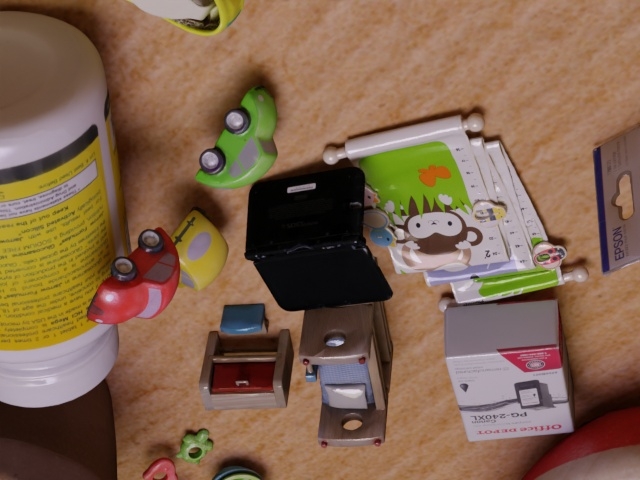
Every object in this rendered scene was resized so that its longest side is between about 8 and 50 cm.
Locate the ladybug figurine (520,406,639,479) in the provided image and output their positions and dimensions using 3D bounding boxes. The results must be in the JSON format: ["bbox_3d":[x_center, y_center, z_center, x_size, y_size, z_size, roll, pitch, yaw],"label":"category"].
[{"bbox_3d":[0.316,0.321,1.584,0.305,0.162,0.449,6,135,-4],"label":"ladybug figurine"}]

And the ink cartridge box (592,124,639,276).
[{"bbox_3d":[0.373,-0.079,1.206,0.333,0.165,0.065,-28,125,30],"label":"ink cartridge box"}]

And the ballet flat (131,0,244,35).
[{"bbox_3d":[-0.165,-0.225,1.196,0.231,0.077,0.077,24,132,-15],"label":"ballet flat"}]

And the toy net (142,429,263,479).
[{"bbox_3d":[-0.169,0.316,1.672,0.232,0.045,0.122,-46,121,9],"label":"toy net"}]

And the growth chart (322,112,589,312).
[{"bbox_3d":[0.119,-0.021,1.392,0.172,0.021,0.237,-19,127,25],"label":"growth chart"}]

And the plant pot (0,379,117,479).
[{"bbox_3d":[-0.301,0.231,1.537,0.263,0.229,0.263,4,133,4],"label":"plant pot"}]

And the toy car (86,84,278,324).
[{"bbox_3d":[-0.095,-0.029,1.322,0.053,0.239,0.225,34,104,6],"label":"toy car"}]

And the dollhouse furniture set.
[{"bbox_3d":[-0.032,0.111,1.459,0.184,0.129,0.129,-3,132,10],"label":"dollhouse furniture set"}]

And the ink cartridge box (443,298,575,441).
[{"bbox_3d":[0.185,0.128,1.479,0.109,0.063,0.150,-7,139,12],"label":"ink cartridge box"}]

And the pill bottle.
[{"bbox_3d":[-0.263,-0.016,1.329,0.188,0.188,0.334,3,133,5],"label":"pill bottle"}]

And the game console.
[{"bbox_3d":[0.000,0.000,1.376,0.122,0.107,0.071,-8,160,31],"label":"game console"}]
